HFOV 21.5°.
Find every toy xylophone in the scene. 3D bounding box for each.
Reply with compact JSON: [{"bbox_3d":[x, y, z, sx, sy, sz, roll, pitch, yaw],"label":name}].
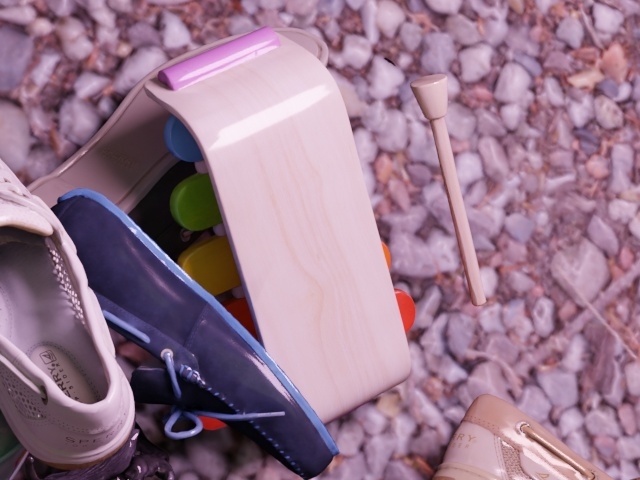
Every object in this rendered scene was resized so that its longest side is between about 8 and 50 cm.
[{"bbox_3d":[0.000,0.000,1.250,0.236,0.081,0.322,-17,110,-28],"label":"toy xylophone"}]

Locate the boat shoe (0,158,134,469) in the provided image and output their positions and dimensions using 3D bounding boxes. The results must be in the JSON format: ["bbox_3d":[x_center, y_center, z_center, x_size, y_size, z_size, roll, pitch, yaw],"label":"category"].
[{"bbox_3d":[-0.195,0.003,1.005,0.098,0.096,0.277,-32,74,-25],"label":"boat shoe"}]

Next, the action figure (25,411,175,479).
[{"bbox_3d":[-0.131,0.214,1.175,0.276,0.141,0.164,35,76,-35],"label":"action figure"}]

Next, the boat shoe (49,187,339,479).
[{"bbox_3d":[-0.101,0.079,1.155,0.258,0.109,0.089,42,78,9],"label":"boat shoe"}]

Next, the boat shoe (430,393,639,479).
[{"bbox_3d":[0.251,0.239,1.329,0.341,0.121,0.110,31,69,-9],"label":"boat shoe"}]

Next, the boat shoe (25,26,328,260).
[{"bbox_3d":[-0.122,-0.047,1.291,0.112,0.095,0.335,33,58,29],"label":"boat shoe"}]

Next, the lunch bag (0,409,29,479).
[{"bbox_3d":[-0.279,0.133,1.101,0.262,0.223,0.160,-35,80,-24],"label":"lunch bag"}]
